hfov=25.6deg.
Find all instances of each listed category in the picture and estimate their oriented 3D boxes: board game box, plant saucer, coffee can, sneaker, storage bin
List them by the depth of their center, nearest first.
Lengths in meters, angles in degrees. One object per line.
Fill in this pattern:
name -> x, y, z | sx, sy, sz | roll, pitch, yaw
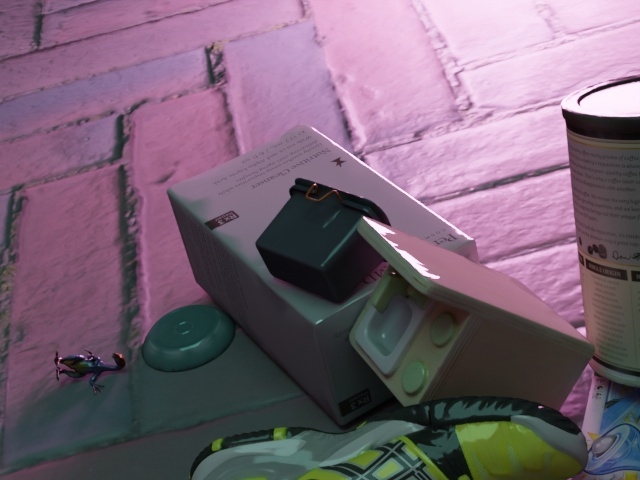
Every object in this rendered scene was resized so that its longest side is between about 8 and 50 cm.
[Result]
sneaker -> 0.067, 0.251, 1.335 | 0.384, 0.145, 0.147 | -13, 53, 11
board game box -> 0.323, 0.196, 1.367 | 0.136, 0.035, 0.201 | -2, 35, 21
coffee can -> 0.353, -0.015, 1.404 | 0.201, 0.275, 0.201 | -8, 17, 2
storage bin -> 0.000, 0.000, 1.474 | 0.135, 0.098, 0.091 | 19, 57, 41
plant saucer -> -0.164, 0.113, 1.714 | 0.119, 0.021, 0.119 | -11, 33, 7

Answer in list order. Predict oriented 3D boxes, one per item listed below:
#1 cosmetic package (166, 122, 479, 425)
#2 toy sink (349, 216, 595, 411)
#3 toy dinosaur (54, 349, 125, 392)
cosmetic package -> 0.003, 0.027, 1.647 | 0.217, 0.156, 0.385 | -28, 34, -20
toy sink -> 0.127, 0.095, 1.412 | 0.131, 0.234, 0.153 | -60, 35, 11
toy dinosaur -> -0.279, 0.146, 1.702 | 0.082, 0.047, 0.090 | -4, 20, -14
